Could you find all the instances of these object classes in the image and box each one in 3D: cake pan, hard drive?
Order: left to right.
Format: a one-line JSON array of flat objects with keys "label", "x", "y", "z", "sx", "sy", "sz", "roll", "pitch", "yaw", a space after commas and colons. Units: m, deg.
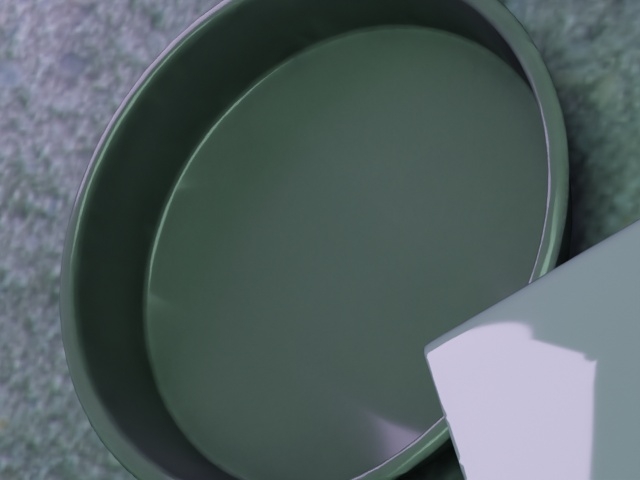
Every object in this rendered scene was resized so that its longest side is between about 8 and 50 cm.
[{"label": "cake pan", "x": 0.000, "y": 0.000, "z": 0.979, "sx": 0.293, "sy": 0.054, "sz": 0.293, "roll": -14, "pitch": 63, "yaw": 29}, {"label": "hard drive", "x": 0.216, "y": 0.022, "z": 0.735, "sx": 0.353, "sy": 0.047, "sz": 0.233, "roll": -31, "pitch": 28, "yaw": 9}]
